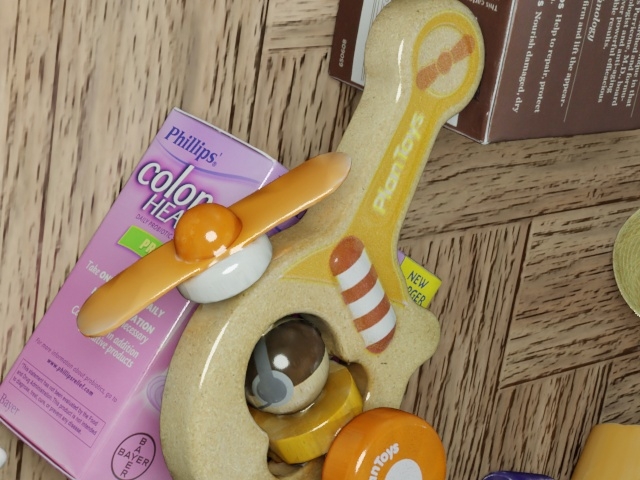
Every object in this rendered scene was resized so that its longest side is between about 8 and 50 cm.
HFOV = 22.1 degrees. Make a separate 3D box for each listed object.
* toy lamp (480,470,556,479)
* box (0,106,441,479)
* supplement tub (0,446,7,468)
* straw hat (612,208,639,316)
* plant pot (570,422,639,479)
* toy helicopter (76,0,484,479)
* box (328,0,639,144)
[{"bbox_3d":[0.112,0.255,1.439,0.274,0.080,0.080,-8,116,-42],"label":"toy lamp"},{"bbox_3d":[-0.067,0.071,1.140,0.213,0.117,0.243,35,85,-47],"label":"box"},{"bbox_3d":[-0.257,0.156,1.037,0.107,0.071,0.071,-50,136,-11],"label":"supplement tub"},{"bbox_3d":[0.331,0.032,1.539,0.144,0.144,0.061,-40,174,-21],"label":"straw hat"},{"bbox_3d":[0.305,0.280,1.559,0.205,0.205,0.188,28,68,-48],"label":"plant pot"},{"bbox_3d":[0.000,0.000,1.016,0.235,0.140,0.355,30,79,-38],"label":"toy helicopter"},{"bbox_3d":[0.142,-0.176,1.171,0.203,0.168,0.167,-9,116,-41],"label":"box"}]
